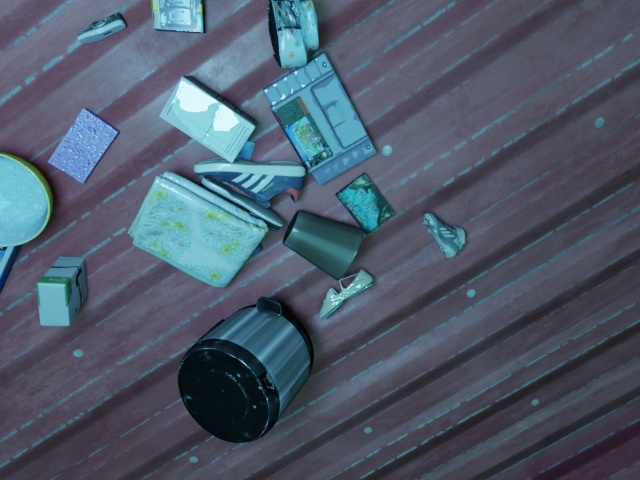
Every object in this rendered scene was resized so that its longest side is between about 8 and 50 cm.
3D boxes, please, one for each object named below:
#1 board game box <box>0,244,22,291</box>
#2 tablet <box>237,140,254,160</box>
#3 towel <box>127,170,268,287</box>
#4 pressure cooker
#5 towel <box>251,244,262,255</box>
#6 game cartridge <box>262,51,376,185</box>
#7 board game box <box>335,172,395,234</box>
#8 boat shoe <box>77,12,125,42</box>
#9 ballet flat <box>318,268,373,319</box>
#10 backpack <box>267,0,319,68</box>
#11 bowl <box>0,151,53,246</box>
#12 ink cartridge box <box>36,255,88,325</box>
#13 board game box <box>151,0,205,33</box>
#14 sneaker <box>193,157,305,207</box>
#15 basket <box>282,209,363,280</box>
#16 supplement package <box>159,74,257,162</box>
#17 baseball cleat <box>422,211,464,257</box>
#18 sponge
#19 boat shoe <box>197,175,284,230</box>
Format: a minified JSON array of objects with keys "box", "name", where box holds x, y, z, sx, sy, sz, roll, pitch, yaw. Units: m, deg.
[{"box":[-1.158,0.037,1.513,0.302,0.086,0.308,29,106,-16],"name":"board game box"},{"box":[-0.251,-0.285,1.533,0.054,0.006,0.083,18,109,-14],"name":"tablet"},{"box":[-0.400,-0.022,1.514,0.374,0.090,0.320,29,131,-17],"name":"towel"},{"box":[-0.225,0.424,1.618,0.370,0.420,0.375,-34,92,29],"name":"pressure cooker"},{"box":[-0.251,-0.006,1.633,0.067,0.029,0.119,-23,112,3],"name":"towel"},{"box":[0.000,-0.373,1.501,0.230,0.068,0.355,-32,112,2],"name":"game cartridge"},{"box":[0.155,-0.125,1.634,0.126,0.026,0.186,-37,111,9],"name":"board game box"},{"box":[-0.624,-0.602,1.344,0.142,0.049,0.040,-21,94,0],"name":"boat shoe"},{"box":[0.078,0.190,1.733,0.248,0.086,0.086,-36,111,6],"name":"ballet flat"},{"box":[-0.076,-0.584,1.344,0.144,0.166,0.188,-1,104,-5],"name":"backpack"},{"box":[-0.941,-0.140,1.429,0.289,0.156,0.289,-2,111,-6],"name":"bowl"},{"box":[-0.830,0.159,1.536,0.087,0.208,0.153,3,112,-11],"name":"ink cartridge box"},{"box":[-0.401,-0.680,1.335,0.141,0.048,0.170,2,112,-5],"name":"board game box"},{"box":[-0.223,-0.179,1.506,0.350,0.131,0.148,3,109,-11],"name":"sneaker"},{"box":[0.000,0.000,1.604,0.227,0.154,0.204,26,106,-12],"name":"basket"},{"box":[-0.328,-0.363,1.420,0.244,0.134,0.139,33,105,-15],"name":"supplement package"},{"box":[0.445,-0.037,1.691,0.109,0.072,0.206,-37,116,-6],"name":"baseball cleat"},{"box":[-0.730,-0.290,1.461,0.117,0.031,0.210,36,103,-18],"name":"sponge"},{"box":[-0.266,-0.102,1.555,0.302,0.114,0.091,30,105,-5],"name":"boat shoe"}]
